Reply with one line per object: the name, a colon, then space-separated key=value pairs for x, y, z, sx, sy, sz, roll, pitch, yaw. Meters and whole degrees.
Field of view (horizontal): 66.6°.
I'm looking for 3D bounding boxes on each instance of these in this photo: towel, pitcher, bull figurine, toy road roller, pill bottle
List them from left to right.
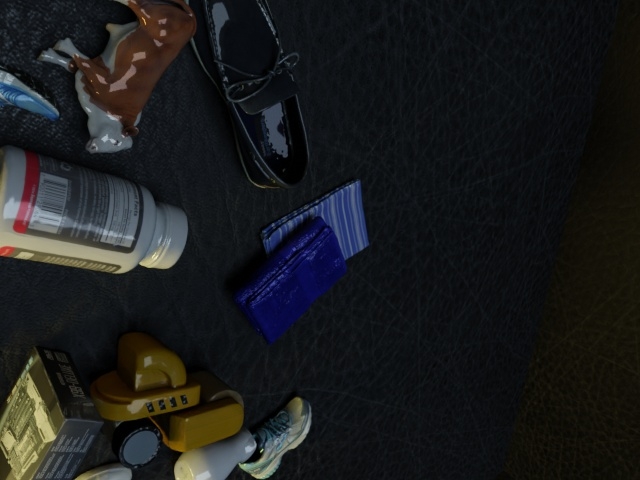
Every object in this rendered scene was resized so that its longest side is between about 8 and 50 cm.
pill bottle: x=-0.408 y=-0.037 z=0.863 sx=0.319 sy=0.176 sz=0.176 roll=17 pitch=100 yaw=-44
bull figurine: x=-0.346 y=-0.303 z=0.834 sx=0.188 sy=0.101 sz=0.310 roll=36 pitch=86 yaw=-43
toy road roller: x=-0.342 y=0.330 z=1.100 sx=0.330 sy=0.203 sz=0.240 roll=0 pitch=100 yaw=-40
pitcher: x=-0.300 y=0.622 z=1.347 sx=0.207 sy=0.125 sz=0.177 roll=-6 pitch=131 yaw=-52
towel: x=-0.062 y=0.111 z=1.264 sx=0.308 sy=0.076 sz=0.227 roll=-42 pitch=135 yaw=-18
towel: x=0.000 y=0.000 z=1.337 sx=0.336 sy=0.040 sz=0.243 roll=-32 pitch=130 yaw=-25

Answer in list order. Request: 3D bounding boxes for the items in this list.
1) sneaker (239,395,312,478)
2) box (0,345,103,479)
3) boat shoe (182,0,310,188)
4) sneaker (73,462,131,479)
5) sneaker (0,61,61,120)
sneaker: x=-0.136 y=0.592 z=1.473 sx=0.283 sy=0.110 sz=0.122 roll=-54 pitch=132 yaw=-6
box: x=-0.549 y=0.396 z=0.915 sx=0.077 sy=0.243 sz=0.307 roll=29 pitch=91 yaw=-46
boat shoe: x=-0.126 y=-0.320 z=0.983 sx=0.187 sy=0.156 sz=0.499 roll=-31 pitch=127 yaw=-24
sneaker: x=-0.562 y=0.627 z=1.108 sx=0.290 sy=0.123 sz=0.105 roll=-21 pitch=122 yaw=-34
sneaker: x=-0.500 y=-0.236 z=0.777 sx=0.162 sy=0.063 sz=0.073 roll=29 pitch=108 yaw=-41
